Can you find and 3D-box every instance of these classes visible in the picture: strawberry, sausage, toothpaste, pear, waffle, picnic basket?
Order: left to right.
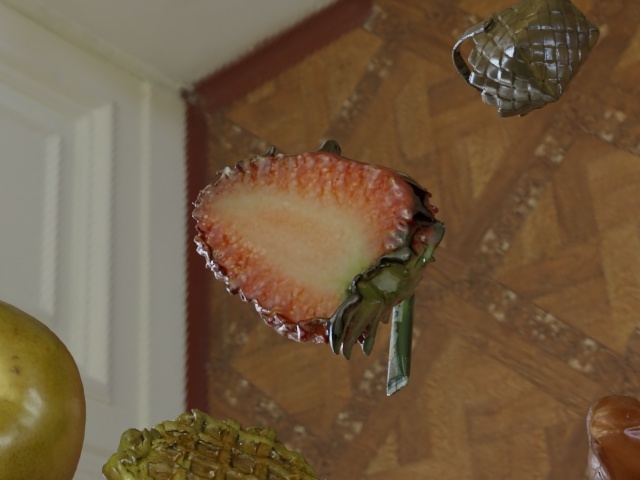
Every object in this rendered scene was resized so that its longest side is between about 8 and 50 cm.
[{"bbox_3d":[-0.396,0.197,1.368,0.314,0.314,0.314,-18,59,34],"label":"pear"},{"bbox_3d":[-0.075,0.257,1.293,0.291,0.291,0.051,44,118,43],"label":"waffle"},{"bbox_3d":[0.000,0.000,1.536,0.306,0.138,0.233,34,83,41],"label":"strawberry"},{"bbox_3d":[0.120,0.136,1.942,0.049,0.031,0.204,-39,32,41],"label":"toothpaste"},{"bbox_3d":[0.232,-0.214,1.589,0.178,0.128,0.138,-14,34,56],"label":"picnic basket"},{"bbox_3d":[0.296,0.209,1.259,0.089,0.179,0.089,-12,52,16],"label":"sausage"}]
